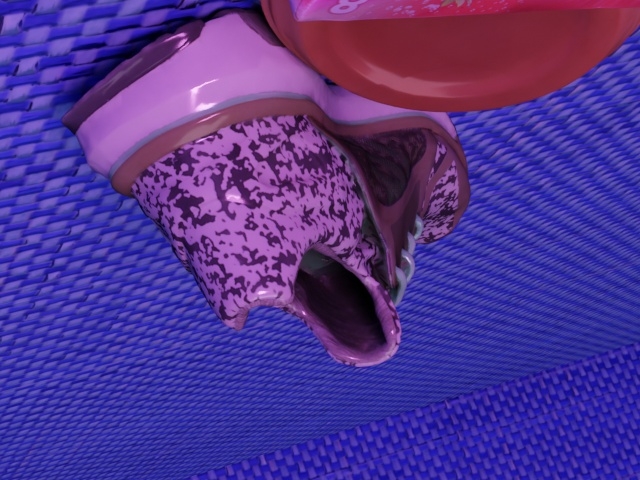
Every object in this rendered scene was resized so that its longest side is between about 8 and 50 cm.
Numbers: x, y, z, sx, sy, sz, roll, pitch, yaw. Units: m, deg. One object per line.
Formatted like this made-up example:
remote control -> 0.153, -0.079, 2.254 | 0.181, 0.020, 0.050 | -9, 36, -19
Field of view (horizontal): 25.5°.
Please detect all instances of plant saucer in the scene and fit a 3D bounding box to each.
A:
plant saucer -> 0.068, -0.118, 0.696 | 0.200, 0.037, 0.200 | 0, 153, 0

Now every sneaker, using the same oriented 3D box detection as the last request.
sneaker -> 0.000, 0.000, 0.880 | 0.158, 0.182, 0.410 | -27, 164, 22

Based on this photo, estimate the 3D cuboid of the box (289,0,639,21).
box -> 0.116, -0.176, 0.473 | 0.300, 0.154, 0.142 | -10, 163, -38
